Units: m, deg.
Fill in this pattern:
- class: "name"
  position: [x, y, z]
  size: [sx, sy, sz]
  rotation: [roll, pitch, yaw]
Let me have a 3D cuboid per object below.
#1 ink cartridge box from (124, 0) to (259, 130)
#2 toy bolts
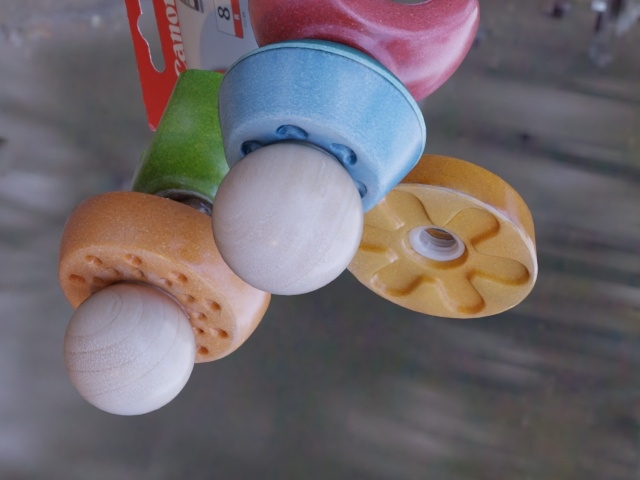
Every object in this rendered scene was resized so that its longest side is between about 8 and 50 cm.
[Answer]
- class: "ink cartridge box"
  position: [-0.070, -0.102, 1.002]
  size: [0.045, 0.179, 0.145]
  rotation: [-30, 123, -35]
- class: "toy bolts"
  position: [0.000, 0.000, 0.779]
  size: [0.228, 0.218, 0.158]
  rotation: [118, -8, -54]
